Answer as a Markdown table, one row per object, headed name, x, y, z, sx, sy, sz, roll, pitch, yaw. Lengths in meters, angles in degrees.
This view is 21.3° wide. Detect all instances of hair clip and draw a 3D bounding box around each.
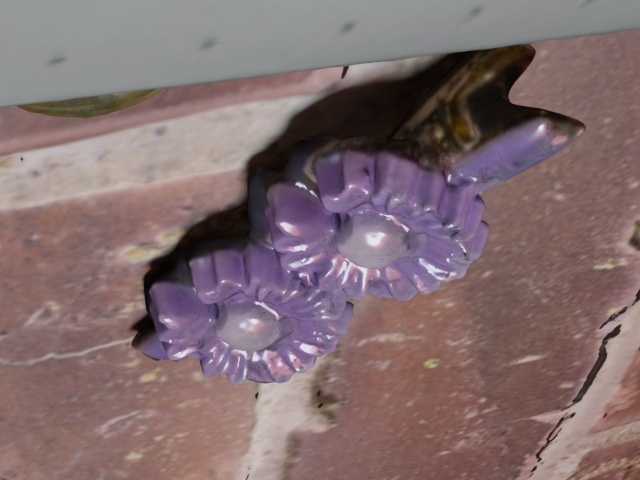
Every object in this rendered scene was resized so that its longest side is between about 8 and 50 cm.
| name | x | y | z | sx | sy | sz | roll | pitch | yaw |
| --- | --- | --- | --- | --- | --- | --- | --- | --- | --- |
| hair clip | 0.000 | 0.000 | 0.819 | 0.106 | 0.084 | 0.292 | 26 | 134 | -32 |

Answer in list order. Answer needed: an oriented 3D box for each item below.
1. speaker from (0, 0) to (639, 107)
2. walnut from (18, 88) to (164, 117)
| name | x | y | z | sx | sy | sz | roll | pitch | yaw |
| --- | --- | --- | --- | --- | --- | --- | --- | --- | --- |
| speaker | 0.000 | -0.150 | 0.423 | 0.406 | 0.183 | 0.184 | -9 | 156 | -28 |
| walnut | -0.081 | -0.085 | 0.599 | 0.092 | 0.092 | 0.092 | -16 | 152 | -9 |
